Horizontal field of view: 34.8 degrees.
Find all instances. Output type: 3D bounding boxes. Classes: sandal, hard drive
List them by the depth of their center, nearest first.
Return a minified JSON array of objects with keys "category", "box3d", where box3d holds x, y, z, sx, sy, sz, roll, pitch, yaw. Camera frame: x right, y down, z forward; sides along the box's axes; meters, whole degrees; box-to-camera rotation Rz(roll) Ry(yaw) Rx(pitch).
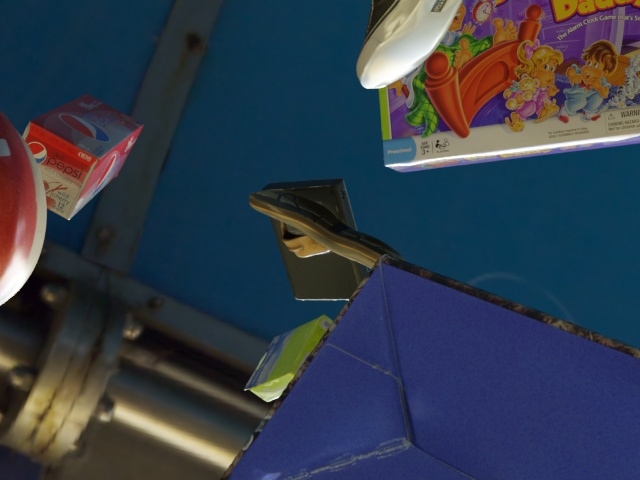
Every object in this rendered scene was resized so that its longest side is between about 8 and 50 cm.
[{"category":"sandal","box3d":[0.000,0.000,1.009,0.180,0.072,0.049,29,-73,19]},{"category":"hard drive","box3d":[-0.003,0.001,1.090,0.094,0.022,0.135,-2,-65,31]}]

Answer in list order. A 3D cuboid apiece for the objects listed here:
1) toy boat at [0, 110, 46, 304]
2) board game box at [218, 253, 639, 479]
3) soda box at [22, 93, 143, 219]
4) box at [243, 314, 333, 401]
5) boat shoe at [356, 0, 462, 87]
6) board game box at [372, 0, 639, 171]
[{"category":"toy boat","box3d":[-0.288,-0.011,0.615,0.231,0.151,0.151,-23,-11,1]},{"category":"board game box","box3d":[0.130,0.170,0.453,0.232,0.141,0.291,22,-21,44]},{"category":"soda box","box3d":[-0.295,-0.109,1.244,0.092,0.263,0.083,28,-76,-7]},{"category":"box","box3d":[-0.044,0.180,1.528,0.042,0.109,0.178,37,-28,-11]},{"category":"boat shoe","box3d":[0.093,-0.244,0.999,0.077,0.070,0.219,-5,-35,-38]},{"category":"board game box","box3d":[0.240,-0.218,1.191,0.347,0.233,0.078,-6,-5,20]}]
